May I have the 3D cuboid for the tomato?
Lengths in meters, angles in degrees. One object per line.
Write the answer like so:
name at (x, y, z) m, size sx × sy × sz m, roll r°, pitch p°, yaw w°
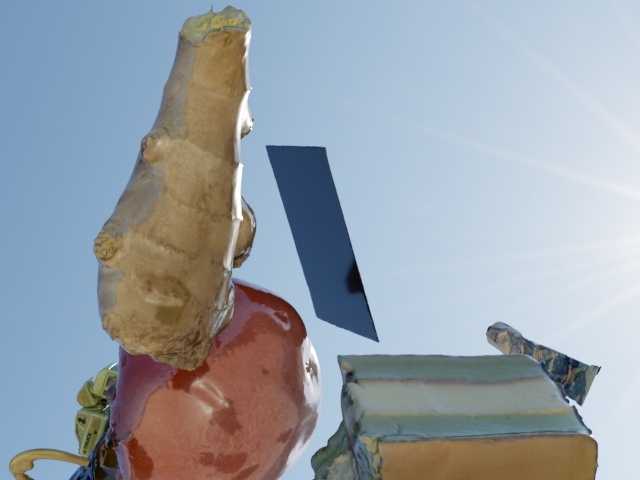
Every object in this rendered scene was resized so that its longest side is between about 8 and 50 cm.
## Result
tomato at (-0.139, 0.216, 1.218) m, size 0.273 × 0.341 × 0.341 m, roll -2°, pitch -46°, yaw 6°

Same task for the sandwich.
sandwich at (0.092, 0.221, 0.712) m, size 0.198 × 0.155 × 0.227 m, roll 0°, pitch -71°, yaw -5°

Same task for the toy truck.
toy truck at (-0.401, 0.320, 1.637) m, size 0.116 × 0.085 × 0.191 m, roll 19°, pitch -86°, yaw 1°

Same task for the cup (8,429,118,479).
cup at (-0.377, 0.408, 1.481) m, size 0.256 × 0.255 × 0.178 m, roll -46°, pitch 2°, yaw 41°

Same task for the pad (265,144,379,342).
pad at (0.001, 0.000, 1.315) m, size 0.005 × 0.202 × 0.299 m, roll -23°, pitch -74°, yaw -23°

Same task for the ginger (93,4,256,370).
ginger at (-0.117, -0.046, 0.954) m, size 0.236 × 0.166 × 0.375 m, roll 30°, pitch -91°, yaw -43°

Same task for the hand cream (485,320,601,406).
hand cream at (0.405, 0.216, 1.626) m, size 0.052 × 0.248 × 0.075 m, roll -9°, pitch -65°, yaw -38°
